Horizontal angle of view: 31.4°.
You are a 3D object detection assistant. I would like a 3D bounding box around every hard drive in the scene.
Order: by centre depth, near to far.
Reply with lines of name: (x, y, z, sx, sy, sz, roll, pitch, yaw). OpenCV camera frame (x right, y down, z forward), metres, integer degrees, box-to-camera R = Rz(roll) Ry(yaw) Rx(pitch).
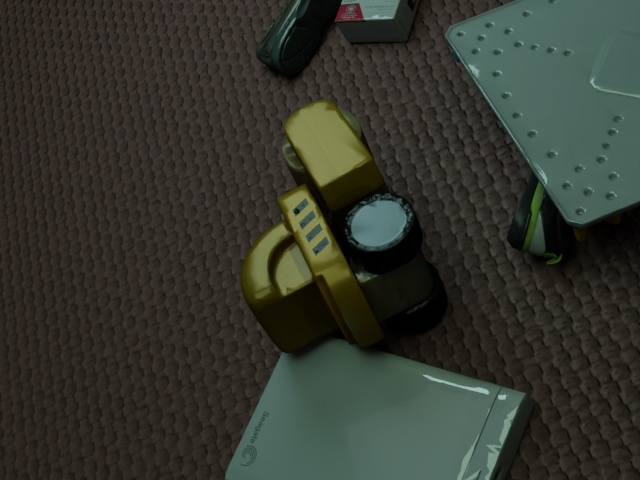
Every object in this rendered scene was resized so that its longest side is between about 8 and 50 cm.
hard drive: (0.067, 0.258, 1.454, 0.353, 0.047, 0.233, 13, 68, 35)

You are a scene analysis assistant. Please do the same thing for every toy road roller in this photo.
toy road roller: (0.000, 0.000, 1.526, 0.240, 0.202, 0.329, -27, 50, 0)

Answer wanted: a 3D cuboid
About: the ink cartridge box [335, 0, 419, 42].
ink cartridge box: (0.101, -0.395, 1.827, 0.109, 0.063, 0.150, 4, 64, 31)

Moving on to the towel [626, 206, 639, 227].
towel: (0.434, -0.048, 1.459, 0.083, 0.009, 0.060, -34, 50, 8)

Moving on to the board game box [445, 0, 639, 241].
board game box: (0.415, -0.210, 1.481, 0.390, 0.050, 0.390, -22, 51, -4)

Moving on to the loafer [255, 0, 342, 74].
loafer: (-0.018, -0.398, 1.880, 0.084, 0.096, 0.267, 24, 77, 44)

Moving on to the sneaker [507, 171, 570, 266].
sneaker: (0.325, -0.071, 1.508, 0.097, 0.084, 0.235, 21, 72, 11)
